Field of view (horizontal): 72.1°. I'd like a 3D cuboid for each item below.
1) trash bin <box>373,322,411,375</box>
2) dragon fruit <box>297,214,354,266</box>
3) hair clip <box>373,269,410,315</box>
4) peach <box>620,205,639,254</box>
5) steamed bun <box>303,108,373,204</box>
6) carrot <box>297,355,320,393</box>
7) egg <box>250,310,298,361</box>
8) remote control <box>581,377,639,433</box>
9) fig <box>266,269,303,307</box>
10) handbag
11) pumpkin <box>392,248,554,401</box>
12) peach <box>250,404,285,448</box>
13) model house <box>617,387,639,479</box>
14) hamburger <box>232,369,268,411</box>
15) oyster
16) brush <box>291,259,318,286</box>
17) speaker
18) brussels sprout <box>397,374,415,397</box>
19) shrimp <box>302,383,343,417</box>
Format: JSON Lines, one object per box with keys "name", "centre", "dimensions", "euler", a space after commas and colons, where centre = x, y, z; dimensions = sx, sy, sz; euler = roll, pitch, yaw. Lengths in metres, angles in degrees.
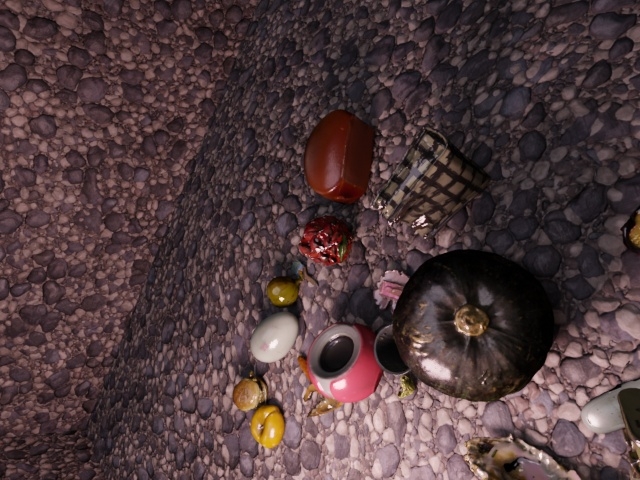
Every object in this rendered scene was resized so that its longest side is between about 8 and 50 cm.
{"name": "trash bin", "centre": [0.299, 0.377, 1.528], "dimensions": [0.176, 0.161, 0.175], "euler": [-12, 70, 36]}
{"name": "dragon fruit", "centre": [0.000, 0.000, 1.867], "dimensions": [0.293, 0.234, 0.233], "euler": [1, 79, 39]}
{"name": "hair clip", "centre": [0.322, 0.208, 1.617], "dimensions": [0.300, 0.069, 0.172], "euler": [16, 88, 54]}
{"name": "peach", "centre": [0.936, -0.037, 1.122], "dimensions": [0.279, 0.068, 0.188], "euler": [-13, 62, 42]}
{"name": "steamed bun", "centre": [0.065, -0.352, 1.899], "dimensions": [0.248, 0.235, 0.378], "euler": [1, 79, 40]}
{"name": "carrot", "centre": [-0.042, 0.559, 1.870], "dimensions": [0.210, 0.061, 0.061], "euler": [39, 105, 47]}
{"name": "egg", "centre": [-0.202, 0.428, 1.965], "dimensions": [0.264, 0.183, 0.183], "euler": [-50, 50, 11]}
{"name": "remote control", "centre": [0.798, 0.419, 1.135], "dimensions": [0.256, 0.045, 0.097], "euler": [-43, 57, 23]}
{"name": "fig", "centre": [-0.158, 0.217, 2.029], "dimensions": [0.186, 0.147, 0.142], "euler": [-35, 33, -11]}
{"name": "handbag", "centre": [0.373, -0.177, 1.502], "dimensions": [0.327, 0.325, 0.162], "euler": [-51, 48, 20]}
{"name": "pumpkin", "centre": [0.440, 0.240, 1.299], "dimensions": [0.455, 0.344, 0.453], "euler": [-4, 74, 14]}
{"name": "peach", "centre": [-0.229, 0.815, 1.934], "dimensions": [0.179, 0.103, 0.179], "euler": [-15, 66, 37]}
{"name": "model house", "centre": [0.822, 0.516, 1.015], "dimensions": [0.219, 0.205, 0.278], "euler": [-2, 111, 26]}
{"name": "hamburger", "centre": [-0.325, 0.697, 2.038], "dimensions": [0.159, 0.131, 0.184], "euler": [-16, 64, 35]}
{"name": "oyster", "centre": [0.563, 0.656, 1.212], "dimensions": [0.355, 0.201, 0.107], "euler": [29, 143, 55]}
{"name": "brush", "centre": [-0.069, 0.160, 2.028], "dimensions": [0.196, 0.021, 0.070], "euler": [38, 106, 42]}
{"name": "speaker", "centre": [0.091, 0.446, 1.627], "dimensions": [0.294, 0.294, 0.294], "euler": [-14, 69, 40]}
{"name": "brussels sprout", "centre": [0.304, 0.516, 1.561], "dimensions": [0.085, 0.058, 0.085], "euler": [-177, 90, -76]}
{"name": "shrimp", "centre": [-0.006, 0.639, 1.764], "dimensions": [0.254, 0.145, 0.059], "euler": [-37, 12, 31]}
